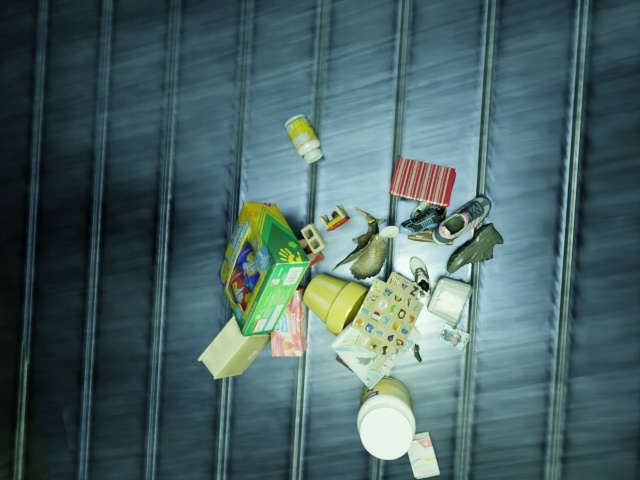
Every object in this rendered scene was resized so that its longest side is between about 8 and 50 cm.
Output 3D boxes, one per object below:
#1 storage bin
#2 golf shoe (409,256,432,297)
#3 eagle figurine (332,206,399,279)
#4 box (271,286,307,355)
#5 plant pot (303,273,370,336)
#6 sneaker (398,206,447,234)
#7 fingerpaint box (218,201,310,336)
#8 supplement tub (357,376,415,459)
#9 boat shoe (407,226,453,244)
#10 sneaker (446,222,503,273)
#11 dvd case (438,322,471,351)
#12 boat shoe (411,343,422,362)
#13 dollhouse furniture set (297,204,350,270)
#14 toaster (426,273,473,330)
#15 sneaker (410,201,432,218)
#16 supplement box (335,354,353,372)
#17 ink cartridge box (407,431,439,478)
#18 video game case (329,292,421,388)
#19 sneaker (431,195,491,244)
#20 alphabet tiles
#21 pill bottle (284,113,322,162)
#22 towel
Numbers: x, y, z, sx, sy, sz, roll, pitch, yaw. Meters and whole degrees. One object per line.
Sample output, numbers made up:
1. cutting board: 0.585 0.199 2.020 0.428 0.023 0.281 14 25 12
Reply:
1. storage bin: -0.375 0.490 1.900 0.123 0.260 0.262 42 96 24
2. golf shoe: 0.453 0.156 1.831 0.077 0.094 0.198 -19 69 5
3. eagle figurine: 0.201 0.032 1.844 0.226 0.225 0.299 18 82 -2
4. box: -0.147 0.373 1.913 0.142 0.154 0.300 -3 91 10
5. plant pot: 0.063 0.272 1.845 0.238 0.254 0.254 29 95 24
6. sneaker: 0.452 -0.096 1.804 0.232 0.091 0.081 -16 47 -20
7. fingerpaint box: -0.265 0.122 1.752 0.371 0.163 0.445 58 134 36
8. supplement tub: 0.280 0.750 1.753 0.240 0.331 0.241 0 90 9
9. boat shoe: 0.499 -0.025 1.851 0.206 0.073 0.073 7 84 1
10. sneaker: 0.684 0.056 1.806 0.286 0.109 0.130 -44 90 9
11. dvd case: 0.608 0.439 1.861 0.119 0.013 0.087 26 94 7
12. boat shoe: 0.432 0.495 1.871 0.042 0.049 0.133 -28 81 16
13. dollhouse furniture set: 0.000 0.000 1.819 0.374 0.201 0.152 -34 84 24
14. toaster: 0.566 0.266 1.812 0.146 0.129 0.227 21 96 12
15. sneaker: 0.467 -0.153 1.859 0.053 0.061 0.152 39 94 9
16. supplement box: 0.163 0.493 1.870 0.104 0.081 0.188 34 116 7
17. ink cartridge box: 0.465 0.989 1.857 0.115 0.067 0.198 -16 88 8
18. video game case: 0.244 0.432 1.768 0.329 0.036 0.300 -42 111 -9
19. sneaker: 0.631 -0.096 1.768 0.319 0.131 0.112 -38 79 -11
20. alphabet tiles: 0.290 0.318 1.741 0.285 0.011 0.343 28 89 -24
21. pill bottle: -0.075 -0.472 1.915 0.117 0.117 0.209 -28 86 8
22. towel: 0.462 -0.262 1.842 0.274 0.031 0.199 14 70 9
